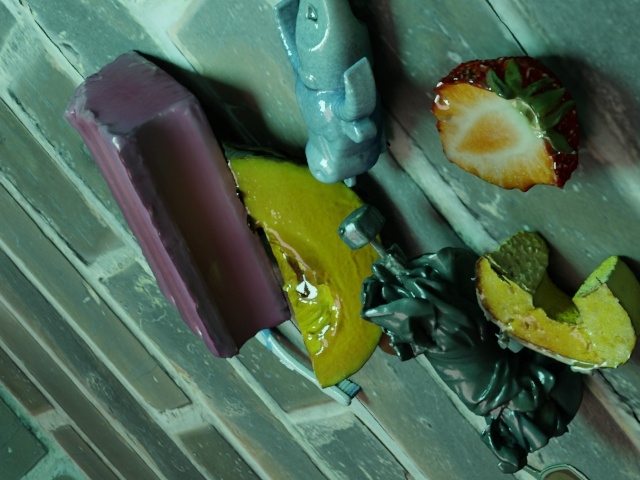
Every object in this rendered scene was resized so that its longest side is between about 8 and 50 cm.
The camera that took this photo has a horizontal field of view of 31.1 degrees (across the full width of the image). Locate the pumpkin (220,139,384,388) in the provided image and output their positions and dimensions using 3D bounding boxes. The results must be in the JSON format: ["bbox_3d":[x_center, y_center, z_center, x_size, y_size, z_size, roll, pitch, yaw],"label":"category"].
[{"bbox_3d":[0.000,0.000,1.398,0.169,0.148,0.312,-92,-16,-77],"label":"pumpkin"}]

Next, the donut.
[{"bbox_3d":[0.252,0.064,1.187,0.181,0.078,0.146,12,137,35],"label":"donut"}]

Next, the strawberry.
[{"bbox_3d":[0.175,-0.107,1.068,0.146,0.082,0.187,54,156,-4],"label":"strawberry"}]

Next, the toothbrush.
[{"bbox_3d":[-0.101,0.131,1.738,0.386,0.040,0.040,33,148,21],"label":"toothbrush"}]

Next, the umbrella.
[{"bbox_3d":[0.151,0.098,1.270,0.349,0.143,0.094,50,144,-9],"label":"umbrella"}]

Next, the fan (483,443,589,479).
[{"bbox_3d":[0.306,0.321,1.493,0.220,0.009,0.132,30,144,22],"label":"fan"}]

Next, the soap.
[{"bbox_3d":[-0.188,-0.044,1.486,0.233,0.128,0.360,38,156,52],"label":"soap"}]

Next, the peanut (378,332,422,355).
[{"bbox_3d":[0.128,0.092,1.370,0.152,0.076,0.076,-28,106,37],"label":"peanut"}]

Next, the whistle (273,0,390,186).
[{"bbox_3d":[0.015,-0.163,1.184,0.180,0.093,0.269,51,161,47],"label":"whistle"}]
